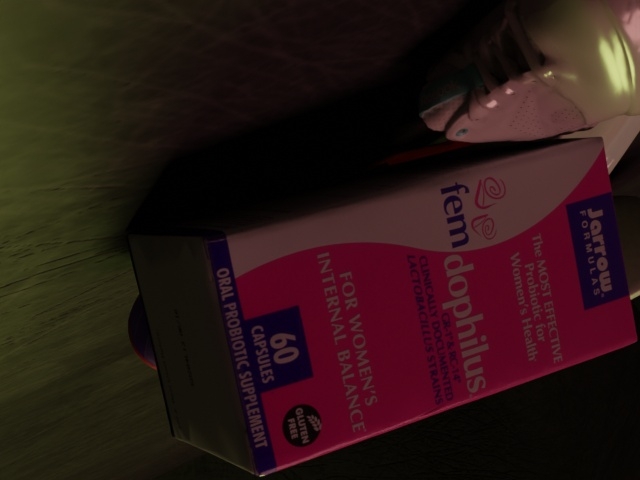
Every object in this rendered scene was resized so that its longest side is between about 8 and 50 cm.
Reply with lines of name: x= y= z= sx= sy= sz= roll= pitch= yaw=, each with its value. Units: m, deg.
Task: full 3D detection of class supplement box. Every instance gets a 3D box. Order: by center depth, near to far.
supplement box: x=0.033 y=0.023 z=0.624 sx=0.220 sy=0.111 sz=0.114 roll=-16 pitch=-172 yaw=-26

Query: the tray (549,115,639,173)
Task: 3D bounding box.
tray: x=0.175 y=-0.063 z=0.863 sx=0.145 sy=0.030 sz=0.270 roll=-56 pitch=164 yaw=12

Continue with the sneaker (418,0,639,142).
sneaker: x=0.089 y=-0.076 z=0.555 sx=0.094 sy=0.080 sz=0.212 roll=-16 pitch=171 yaw=-1

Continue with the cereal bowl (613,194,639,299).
cereal bowl: x=0.260 y=0.044 z=1.444 sx=0.339 sy=0.141 sz=0.339 roll=-27 pitch=171 yaw=-5

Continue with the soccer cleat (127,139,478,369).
soccer cleat: x=0.000 y=0.000 z=0.708 sx=0.248 sy=0.083 sz=0.095 roll=-22 pitch=153 yaw=-36
